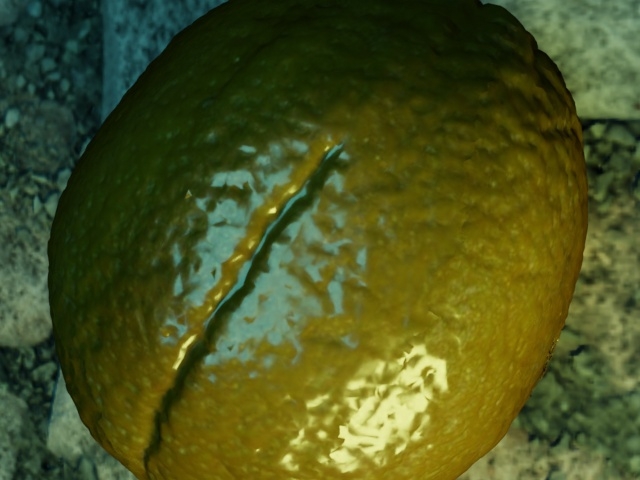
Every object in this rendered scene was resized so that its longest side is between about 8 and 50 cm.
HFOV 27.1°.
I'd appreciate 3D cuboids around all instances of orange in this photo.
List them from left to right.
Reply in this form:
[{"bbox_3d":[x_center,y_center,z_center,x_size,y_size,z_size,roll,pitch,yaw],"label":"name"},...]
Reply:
[{"bbox_3d":[0.000,0.000,0.830,0.322,0.322,0.357,34,100,20],"label":"orange"}]
